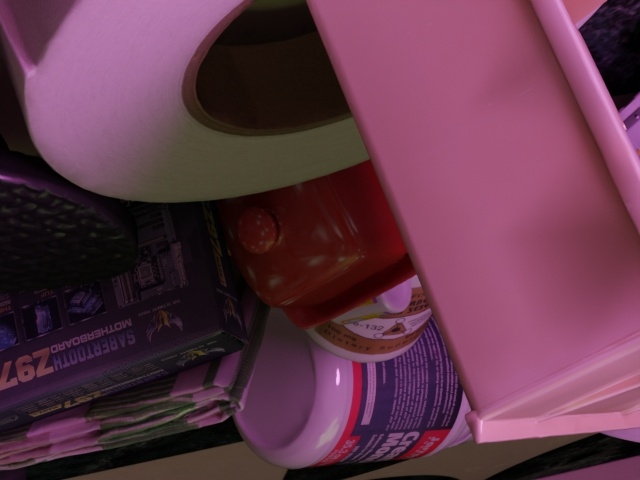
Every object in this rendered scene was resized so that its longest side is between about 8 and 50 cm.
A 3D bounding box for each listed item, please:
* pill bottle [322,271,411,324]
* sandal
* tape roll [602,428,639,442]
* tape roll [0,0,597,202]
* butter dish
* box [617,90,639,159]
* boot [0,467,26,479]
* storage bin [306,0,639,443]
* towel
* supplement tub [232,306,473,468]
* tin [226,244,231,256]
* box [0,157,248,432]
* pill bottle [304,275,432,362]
[{"bbox_3d":[0.030,0.044,1.069,0.083,0.043,0.043,-15,164,40],"label":"pill bottle"},{"bbox_3d":[-0.317,-0.059,0.821,0.445,0.107,0.167,13,151,-28],"label":"sandal"},{"bbox_3d":[0.352,0.079,1.322,0.246,0.169,0.246,-3,-162,1],"label":"tape roll"},{"bbox_3d":[0.005,-0.145,0.776,0.392,0.072,0.392,-20,162,-7],"label":"tape roll"},{"bbox_3d":[-0.019,-0.016,0.997,0.160,0.160,0.118,-30,175,34],"label":"butter dish"},{"bbox_3d":[0.237,-0.054,1.108,0.231,0.056,0.183,-39,170,-28],"label":"box"},{"bbox_3d":[-0.540,0.304,1.500,0.445,0.146,0.367,5,159,-37],"label":"boot"},{"bbox_3d":[0.137,-0.040,0.692,0.123,0.262,0.260,-31,159,27],"label":"storage bin"},{"bbox_3d":[-0.194,0.108,1.087,0.325,0.038,0.248,-18,-156,16],"label":"towel"},{"bbox_3d":[0.051,0.149,1.456,0.272,0.191,0.191,3,153,-40],"label":"supplement tub"},{"bbox_3d":[-0.116,-0.003,1.170,0.189,0.040,0.106,-15,163,3],"label":"tin"},{"bbox_3d":[-0.186,0.027,0.989,0.232,0.183,0.059,-21,158,12],"label":"box"},{"bbox_3d":[0.059,-0.002,1.143,0.131,0.131,0.229,-8,148,-19],"label":"pill bottle"}]
